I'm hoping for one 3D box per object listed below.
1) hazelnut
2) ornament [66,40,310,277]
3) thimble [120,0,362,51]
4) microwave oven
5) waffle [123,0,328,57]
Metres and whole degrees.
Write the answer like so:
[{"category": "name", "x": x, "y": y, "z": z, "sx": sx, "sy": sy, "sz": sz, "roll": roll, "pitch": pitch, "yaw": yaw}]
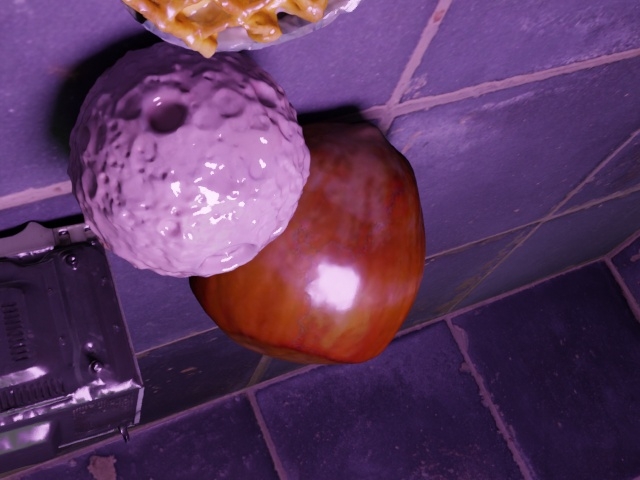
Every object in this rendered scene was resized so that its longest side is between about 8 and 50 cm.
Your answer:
[{"category": "hazelnut", "x": -0.003, "y": 0.008, "z": 1.077, "sx": 0.365, "sy": 0.366, "sz": 0.366, "roll": -22, "pitch": 160, "yaw": -8}, {"category": "ornament", "x": -0.138, "y": -0.076, "z": 0.797, "sx": 0.259, "sy": 0.225, "sz": 0.259, "roll": -22, "pitch": 160, "yaw": -9}, {"category": "thimble", "x": -0.049, "y": -0.271, "z": 0.511, "sx": 0.270, "sy": 0.150, "sz": 0.271, "roll": -22, "pitch": 160, "yaw": -9}, {"category": "microwave oven", "x": -0.434, "y": 0.149, "z": 0.960, "sx": 0.354, "sy": 0.286, "sz": 0.218, "roll": -12, "pitch": 156, "yaw": -22}, {"category": "waffle", "x": -0.043, "y": -0.186, "z": 0.424, "sx": 0.160, "sy": 0.055, "sz": 0.211, "roll": -30, "pitch": 159, "yaw": 17}]
